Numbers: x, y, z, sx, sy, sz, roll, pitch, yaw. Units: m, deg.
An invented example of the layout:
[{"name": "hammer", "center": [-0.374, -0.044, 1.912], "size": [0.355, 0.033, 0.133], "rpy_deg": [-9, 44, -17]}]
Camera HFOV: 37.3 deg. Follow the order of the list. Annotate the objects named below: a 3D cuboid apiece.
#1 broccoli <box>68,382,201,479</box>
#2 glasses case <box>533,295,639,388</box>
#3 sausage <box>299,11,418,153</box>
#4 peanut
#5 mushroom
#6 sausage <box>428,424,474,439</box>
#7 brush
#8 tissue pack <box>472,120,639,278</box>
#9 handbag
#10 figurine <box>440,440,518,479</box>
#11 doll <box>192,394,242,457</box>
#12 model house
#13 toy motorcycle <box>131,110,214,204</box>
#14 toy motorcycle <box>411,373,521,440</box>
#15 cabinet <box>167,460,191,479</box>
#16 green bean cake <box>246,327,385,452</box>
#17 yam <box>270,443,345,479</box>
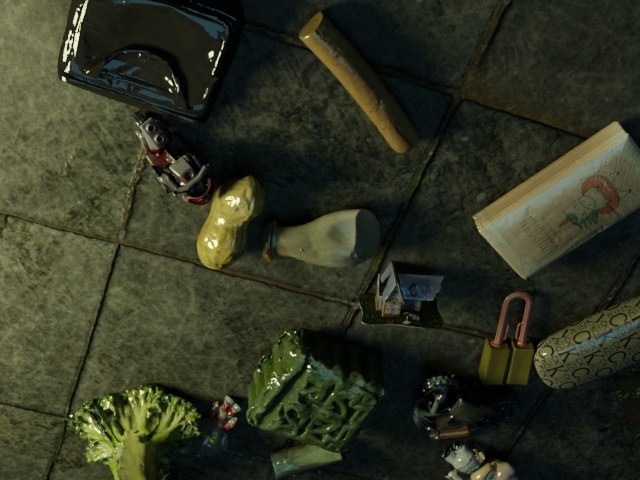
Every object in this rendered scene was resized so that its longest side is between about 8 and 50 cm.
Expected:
[{"name": "broccoli", "center": [-0.353, 0.452, 1.946], "size": [0.252, 0.361, 0.221], "rpy_deg": [23, 103, -39]}, {"name": "glasses case", "center": [0.621, 0.208, 1.992], "size": [0.355, 0.085, 0.137], "rpy_deg": [-25, 125, 13]}, {"name": "sausage", "center": [0.075, -0.265, 1.640], "size": [0.066, 0.066, 0.301], "rpy_deg": [-34, 122, 18]}, {"name": "peanut", "center": [-0.166, -0.036, 1.759], "size": [0.103, 0.098, 0.229], "rpy_deg": [41, 127, 22]}, {"name": "mushroom", "center": [0.000, 0.000, 1.812], "size": [0.225, 0.093, 0.116], "rpy_deg": [-7, 111, 12]}, {"name": "sausage", "center": [0.298, 0.435, 2.165], "size": [0.107, 0.031, 0.031], "rpy_deg": [-5, 125, -2]}, {"name": "brush", "center": [0.403, 0.205, 2.000], "size": [0.103, 0.047, 0.233], "rpy_deg": [1, 124, -5]}, {"name": "tissue pack", "center": [0.471, -0.070, 1.796], "size": [0.325, 0.071, 0.170], "rpy_deg": [-35, 122, 19]}, {"name": "handbag", "center": [-0.282, -0.322, 1.567], "size": [0.275, 0.088, 0.244], "rpy_deg": [16, 126, -16]}, {"name": "figurine", "center": [0.379, 0.548, 2.207], "size": [0.229, 0.112, 0.137], "rpy_deg": [40, 106, -12]}, {"name": "doll", "center": [-0.233, 0.417, 2.097], "size": [0.094, 0.079, 0.180], "rpy_deg": [37, 112, 6]}, {"name": "model house", "center": [0.165, 0.106, 1.877], "size": [0.167, 0.117, 0.088], "rpy_deg": [5, 121, -3]}, {"name": "toy motorcycle", "center": [-0.259, -0.135, 1.675], "size": [0.082, 0.122, 0.213], "rpy_deg": [-43, 122, -12]}, {"name": "toy motorcycle", "center": [0.307, 0.369, 2.076], "size": [0.270, 0.106, 0.159], "rpy_deg": [22, 125, -31]}, {"name": "cabinet", "center": [-0.373, 0.639, 2.157], "size": [0.150, 0.206, 0.145], "rpy_deg": [-25, 123, 13]}, {"name": "green bean cake", "center": [-0.012, 0.317, 2.007], "size": [0.255, 0.132, 0.241], "rpy_deg": [23, 124, -19]}, {"name": "yam", "center": [-0.031, 0.496, 2.163], "size": [0.169, 0.068, 0.068], "rpy_deg": [-18, 124, 9]}]
